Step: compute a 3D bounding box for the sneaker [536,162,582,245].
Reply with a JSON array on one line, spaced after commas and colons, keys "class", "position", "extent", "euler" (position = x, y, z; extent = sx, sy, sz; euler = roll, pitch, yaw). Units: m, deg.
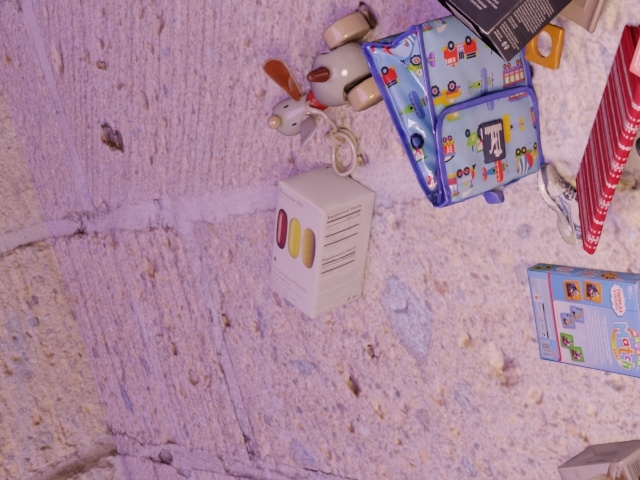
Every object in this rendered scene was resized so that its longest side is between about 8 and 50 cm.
[{"class": "sneaker", "position": [0.383, -0.063, 1.760], "extent": [0.058, 0.052, 0.135], "euler": [-26, 94, 44]}]

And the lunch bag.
[{"class": "lunch bag", "position": [0.220, -0.193, 1.746], "extent": [0.138, 0.221, 0.293], "euler": [-8, 101, 53]}]

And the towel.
[{"class": "towel", "position": [0.408, -0.143, 1.591], "extent": [0.031, 0.199, 0.275], "euler": [11, 125, 1]}]

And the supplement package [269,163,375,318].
[{"class": "supplement package", "position": [0.000, 0.000, 2.198], "extent": [0.139, 0.134, 0.244], "euler": [34, 132, 37]}]

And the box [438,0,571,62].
[{"class": "box", "position": [0.254, -0.360, 1.586], "extent": [0.158, 0.093, 0.156], "euler": [-44, 56, 7]}]

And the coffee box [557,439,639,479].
[{"class": "coffee box", "position": [0.499, 0.451, 1.822], "extent": [0.141, 0.098, 0.246], "euler": [-21, 90, 54]}]

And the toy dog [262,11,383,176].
[{"class": "toy dog", "position": [-0.012, -0.260, 2.059], "extent": [0.220, 0.161, 0.334], "euler": [52, 141, 21]}]

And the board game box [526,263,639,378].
[{"class": "board game box", "position": [0.426, 0.124, 1.799], "extent": [0.211, 0.039, 0.160], "euler": [7, 113, 51]}]

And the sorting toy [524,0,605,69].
[{"class": "sorting toy", "position": [0.355, -0.412, 1.614], "extent": [0.196, 0.047, 0.348], "euler": [46, 136, 37]}]

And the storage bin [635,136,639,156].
[{"class": "storage bin", "position": [0.516, -0.091, 1.505], "extent": [0.180, 0.122, 0.084], "euler": [59, 143, 13]}]

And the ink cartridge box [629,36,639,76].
[{"class": "ink cartridge box", "position": [0.471, -0.206, 1.336], "extent": [0.198, 0.067, 0.115], "euler": [41, 145, 29]}]
